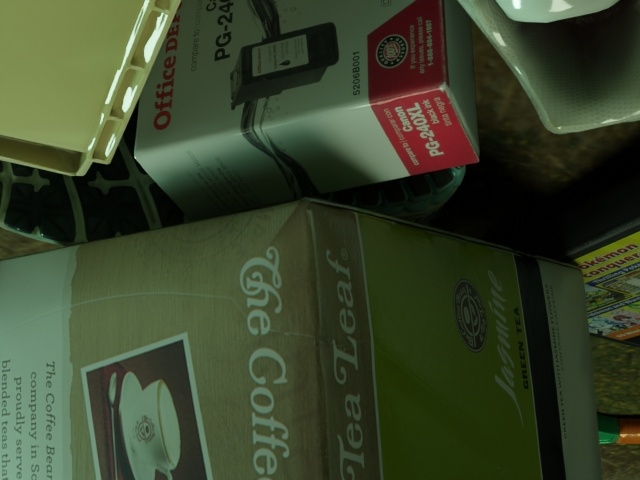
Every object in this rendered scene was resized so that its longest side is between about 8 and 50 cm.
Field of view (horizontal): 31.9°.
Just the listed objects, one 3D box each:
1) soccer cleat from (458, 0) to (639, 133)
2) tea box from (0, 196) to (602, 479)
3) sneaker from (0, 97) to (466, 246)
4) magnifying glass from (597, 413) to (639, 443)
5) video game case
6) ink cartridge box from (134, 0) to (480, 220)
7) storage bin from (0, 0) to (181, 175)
[{"bbox_3d":[0.070,-0.161,0.356,0.116,0.143,0.331,-11,148,19],"label":"soccer cleat"},{"bbox_3d":[0.002,0.171,0.600,0.220,0.328,0.324,-9,167,31],"label":"tea box"},{"bbox_3d":[-0.062,-0.023,0.637,0.283,0.110,0.122,1,153,0],"label":"sneaker"},{"bbox_3d":[0.256,0.179,1.062,0.231,0.026,0.092,3,150,0],"label":"magnifying glass"},{"bbox_3d":[0.268,0.019,0.735,0.248,0.035,0.275,15,157,-23],"label":"video game case"},{"bbox_3d":[-0.007,-0.082,0.528,0.151,0.109,0.063,-11,149,19],"label":"ink cartridge box"},{"bbox_3d":[-0.173,-0.153,0.400,0.262,0.123,0.260,12,149,-19],"label":"storage bin"}]
